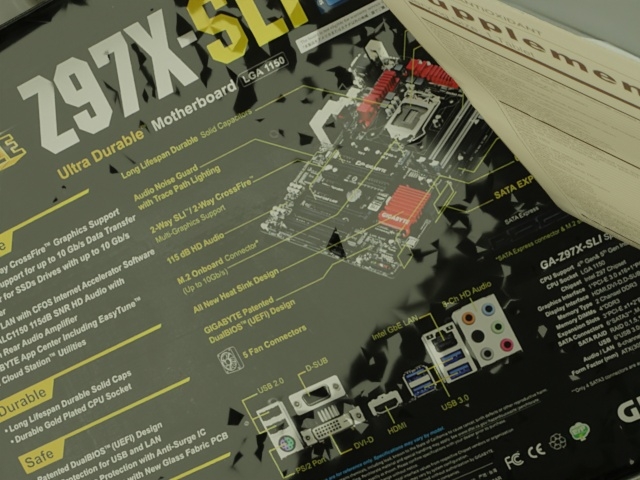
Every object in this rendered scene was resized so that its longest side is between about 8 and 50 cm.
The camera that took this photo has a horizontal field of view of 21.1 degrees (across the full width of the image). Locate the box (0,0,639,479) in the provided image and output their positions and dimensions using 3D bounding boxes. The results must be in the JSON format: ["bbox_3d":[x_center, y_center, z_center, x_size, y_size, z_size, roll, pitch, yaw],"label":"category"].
[{"bbox_3d":[0.000,0.000,0.660,0.322,0.079,0.257,-26,95,16],"label":"box"}]

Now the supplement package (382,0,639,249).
[{"bbox_3d":[0.123,-0.067,0.443,0.139,0.244,0.134,28,88,23],"label":"supplement package"}]

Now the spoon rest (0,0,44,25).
[{"bbox_3d":[-0.127,-0.156,0.774,0.276,0.137,0.084,55,172,17],"label":"spoon rest"}]
